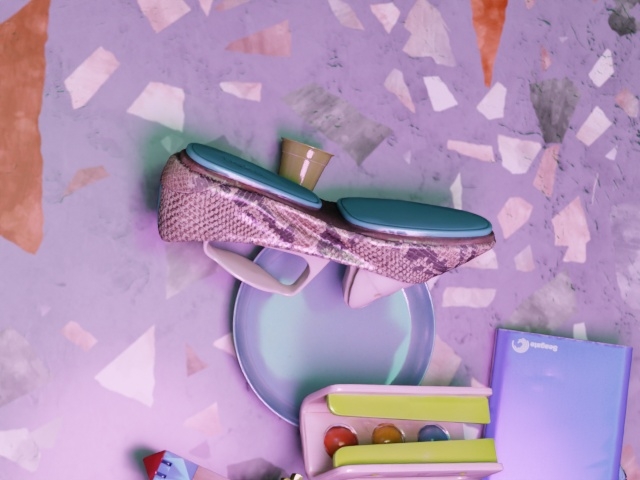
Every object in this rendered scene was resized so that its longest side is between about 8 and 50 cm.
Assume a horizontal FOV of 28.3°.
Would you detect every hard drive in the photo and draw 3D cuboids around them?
[{"bbox_3d":[0.357,0.308,1.953,0.210,0.040,0.318,8,82,3],"label":"hard drive"}]

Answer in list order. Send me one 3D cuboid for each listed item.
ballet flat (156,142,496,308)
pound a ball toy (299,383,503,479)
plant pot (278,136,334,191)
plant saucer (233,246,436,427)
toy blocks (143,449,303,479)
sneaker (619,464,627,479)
[{"bbox_3d":[0.000,0.000,1.800,0.483,0.164,0.182,13,108,-13],"label":"ballet flat"},{"bbox_3d":[0.095,0.318,1.795,0.319,0.136,0.208,4,69,-27],"label":"pound a ball toy"},{"bbox_3d":[-0.030,-0.102,1.874,0.083,0.083,0.079,17,91,-17],"label":"plant pot"},{"bbox_3d":[0.019,0.127,1.884,0.318,0.044,0.317,2,84,-18],"label":"plant saucer"},{"bbox_3d":[-0.217,0.441,1.721,0.261,0.191,0.381,26,78,-4],"label":"toy blocks"},{"bbox_3d":[0.456,0.388,2.003,0.073,0.063,0.162,4,84,-22],"label":"sneaker"}]
